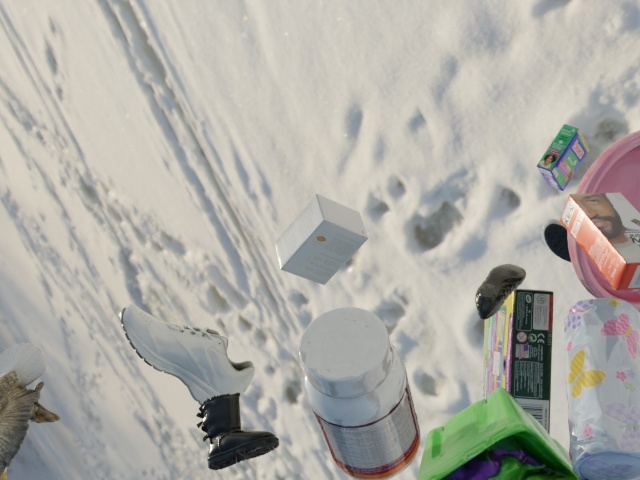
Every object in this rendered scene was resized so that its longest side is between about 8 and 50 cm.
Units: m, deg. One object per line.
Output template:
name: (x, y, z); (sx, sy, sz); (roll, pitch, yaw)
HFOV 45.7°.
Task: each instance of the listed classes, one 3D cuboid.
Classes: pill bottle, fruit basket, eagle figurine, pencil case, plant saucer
pill bottle: (0.047, 0.184, 0.899); (0.121, 0.121, 0.221); (34, 154, 39)
fruit basket: (0.349, 0.458, 1.190); (0.283, 0.392, 0.392); (-38, 82, 20)
eagle figurine: (-0.602, 0.337, 1.371); (0.225, 0.226, 0.298); (52, -172, 5)
pencil case: (0.419, 0.215, 1.095); (0.124, 0.273, 0.113); (25, 139, -18)
plant saucer: (0.572, -0.038, 1.345); (0.332, 0.332, 0.084); (69, 169, -20)

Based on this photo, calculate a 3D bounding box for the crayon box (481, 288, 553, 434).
crayon box: (0.485, 0.309, 1.891); (0.313, 0.106, 0.363); (78, -165, -84)

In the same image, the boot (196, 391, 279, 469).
boot: (-0.121, 0.268, 1.098); (0.045, 0.121, 0.099); (45, -153, -51)

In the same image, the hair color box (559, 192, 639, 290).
hair color box: (0.430, -0.003, 1.096); (0.167, 0.093, 0.053); (-112, 24, -51)

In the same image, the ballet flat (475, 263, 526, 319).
ballet flat: (0.321, 0.086, 1.365); (0.057, 0.173, 0.049); (23, 123, 29)

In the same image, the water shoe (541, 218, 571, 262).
water shoe: (0.567, 0.009, 1.672); (0.203, 0.080, 0.073); (34, 125, -12)

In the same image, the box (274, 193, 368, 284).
box: (0.000, 0.000, 1.707); (0.170, 0.130, 0.091); (-48, 38, 28)

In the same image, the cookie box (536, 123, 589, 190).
cookie box: (0.506, -0.172, 1.577); (0.040, 0.107, 0.092); (30, 175, 41)

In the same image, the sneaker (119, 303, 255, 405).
sneaker: (-0.256, 0.210, 1.470); (0.297, 0.129, 0.111); (40, -179, -18)
